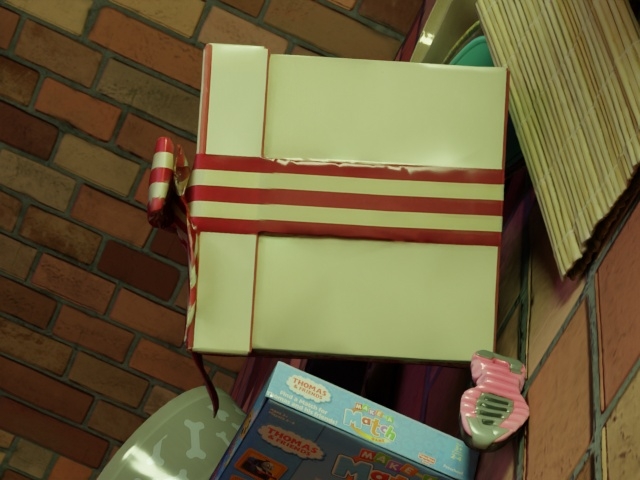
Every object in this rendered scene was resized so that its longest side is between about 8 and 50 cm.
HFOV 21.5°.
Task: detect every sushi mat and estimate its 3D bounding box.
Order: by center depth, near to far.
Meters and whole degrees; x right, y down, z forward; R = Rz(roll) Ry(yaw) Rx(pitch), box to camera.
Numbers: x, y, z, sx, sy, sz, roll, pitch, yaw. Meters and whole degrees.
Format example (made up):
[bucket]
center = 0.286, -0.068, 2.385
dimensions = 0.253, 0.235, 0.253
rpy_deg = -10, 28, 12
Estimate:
[sushi mat]
center = 0.174, -0.129, 1.203
dimensions = 0.316, 0.019, 0.151
rpy_deg = -100, 27, -45

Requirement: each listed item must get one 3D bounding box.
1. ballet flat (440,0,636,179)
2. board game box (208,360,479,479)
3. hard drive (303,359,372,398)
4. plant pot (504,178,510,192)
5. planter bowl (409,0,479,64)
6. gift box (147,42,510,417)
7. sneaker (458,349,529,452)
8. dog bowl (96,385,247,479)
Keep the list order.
[ballet flat]
center = 0.193, -0.176, 1.406
dimensions = 0.123, 0.123, 0.348
rpy_deg = -70, 6, -46
[board game box]
center = 0.004, 0.188, 1.258
dimensions = 0.211, 0.160, 0.039
rpy_deg = 120, 172, -50
[hard drive]
center = -0.003, 0.195, 1.719
dimensions = 0.339, 0.064, 0.237
rpy_deg = -72, -1, -60
[plant pot]
center = 0.055, -0.044, 1.608
dimensions = 0.187, 0.167, 0.188
rpy_deg = -67, 19, -11
[planter bowl]
center = 0.167, -0.208, 1.750
dimensions = 0.162, 0.109, 0.162
rpy_deg = -156, 90, -86
[gift box]
center = 0.000, 0.000, 1.289
dimensions = 0.255, 0.258, 0.276
rpy_deg = 99, 176, -81
[sneaker]
center = 0.112, 0.121, 1.139
dimensions = 0.119, 0.047, 0.057
rpy_deg = -58, -12, -68
[dog bowl]
center = -0.173, 0.351, 2.043
dimensions = 0.349, 0.102, 0.348
rpy_deg = -45, -27, -31
